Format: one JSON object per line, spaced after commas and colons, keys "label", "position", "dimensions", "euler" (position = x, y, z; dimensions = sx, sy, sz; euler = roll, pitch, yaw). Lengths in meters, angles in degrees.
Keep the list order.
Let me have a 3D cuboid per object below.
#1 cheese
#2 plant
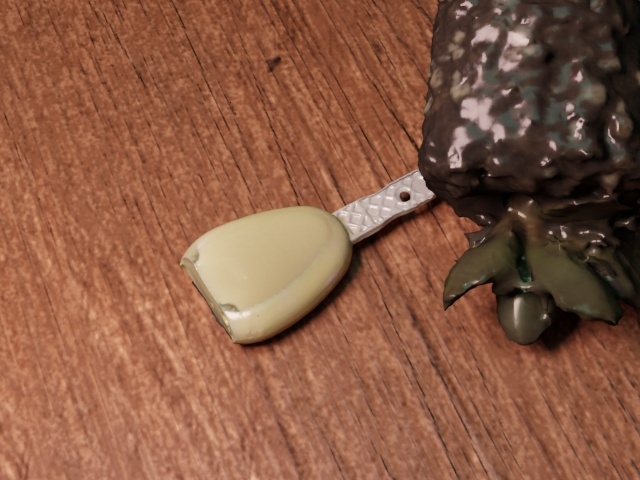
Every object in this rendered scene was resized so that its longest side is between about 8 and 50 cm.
{"label": "cheese", "position": [0.000, 0.000, 1.431], "dimensions": [0.251, 0.054, 0.127], "euler": [-29, 57, -12]}
{"label": "plant", "position": [0.198, -0.064, 1.356], "dimensions": [0.215, 0.213, 0.312], "euler": [-1, 90, 11]}
